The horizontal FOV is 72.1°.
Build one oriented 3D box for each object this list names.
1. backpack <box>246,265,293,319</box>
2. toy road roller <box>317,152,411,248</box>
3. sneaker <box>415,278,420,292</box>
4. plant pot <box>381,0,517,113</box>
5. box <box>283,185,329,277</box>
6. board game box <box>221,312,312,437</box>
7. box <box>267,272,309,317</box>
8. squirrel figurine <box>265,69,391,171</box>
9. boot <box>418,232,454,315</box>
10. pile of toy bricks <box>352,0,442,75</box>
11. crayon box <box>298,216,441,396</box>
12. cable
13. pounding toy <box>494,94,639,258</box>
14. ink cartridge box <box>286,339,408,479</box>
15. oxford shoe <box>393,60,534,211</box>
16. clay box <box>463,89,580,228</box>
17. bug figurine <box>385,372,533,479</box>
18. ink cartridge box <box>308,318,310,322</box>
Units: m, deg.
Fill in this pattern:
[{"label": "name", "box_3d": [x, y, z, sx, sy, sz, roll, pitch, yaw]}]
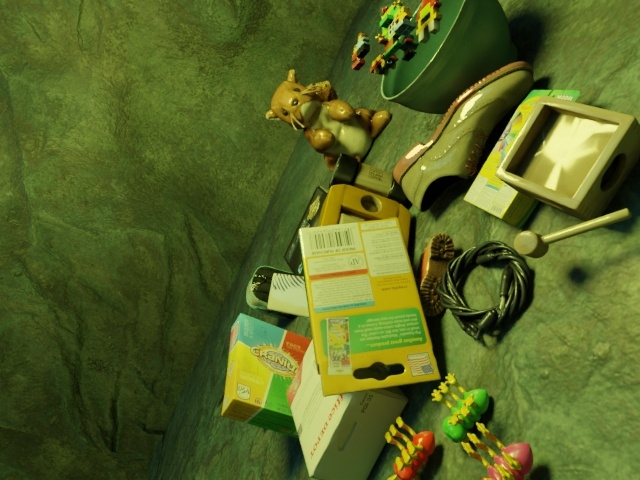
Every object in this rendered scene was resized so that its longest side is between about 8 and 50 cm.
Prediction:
[{"label": "backpack", "box_3d": [-0.171, 0.186, 1.574, 0.144, 0.189, 0.165, -44, 29, 50]}, {"label": "toy road roller", "box_3d": [0.092, -0.034, 1.114, 0.240, 0.203, 0.329, 115, 171, -51]}, {"label": "sneaker", "box_3d": [0.181, 0.104, 0.934, 0.119, 0.047, 0.057, -160, 77, -75]}, {"label": "plant pot", "box_3d": [0.297, -0.400, 0.968, 0.293, 0.196, 0.293, -53, 23, 34]}, {"label": "box", "box_3d": [0.000, 0.000, 1.447, 0.295, 0.073, 0.293, -63, 27, 14]}, {"label": "board game box", "box_3d": [-0.125, 0.349, 1.160, 0.064, 0.242, 0.316, -58, 20, 21]}, {"label": "box", "box_3d": [0.015, 0.140, 1.021, 0.275, 0.113, 0.094, 3, 80, 36]}, {"label": "squirrel figurine", "box_3d": [-0.005, -0.430, 1.571, 0.280, 0.371, 0.397, -61, 19, 18]}, {"label": "boot", "box_3d": [0.218, 0.072, 0.855, 0.084, 0.059, 0.157, 114, 171, -75]}, {"label": "pile of toy bricks", "box_3d": [0.145, -0.436, 0.907, 0.212, 0.118, 0.105, 160, 112, -65]}, {"label": "crayon box", "box_3d": [0.078, 0.121, 0.827, 0.083, 0.203, 0.322, 91, 171, -60]}, {"label": "cable", "box_3d": [0.263, 0.066, 0.730, 0.150, 0.047, 0.184, -59, 19, 21]}, {"label": "pounding toy", "box_3d": [0.341, -0.064, 0.596, 0.181, 0.094, 0.206, 40, 107, 46]}, {"label": "ink cartridge box", "box_3d": [0.039, 0.328, 0.922, 0.207, 0.117, 0.283, -64, 18, 6]}, {"label": "oxford shoe", "box_3d": [0.301, -0.194, 0.894, 0.348, 0.123, 0.130, -49, 51, 40]}, {"label": "clay box", "box_3d": [0.346, -0.141, 0.741, 0.222, 0.053, 0.127, -61, 19, 13]}, {"label": "bug figurine", "box_3d": [0.180, 0.316, 0.592, 0.216, 0.072, 0.279, -56, 10, 8]}, {"label": "ink cartridge box", "box_3d": [0.055, 0.148, 1.151, 0.203, 0.086, 0.148, -65, 18, 5]}]
